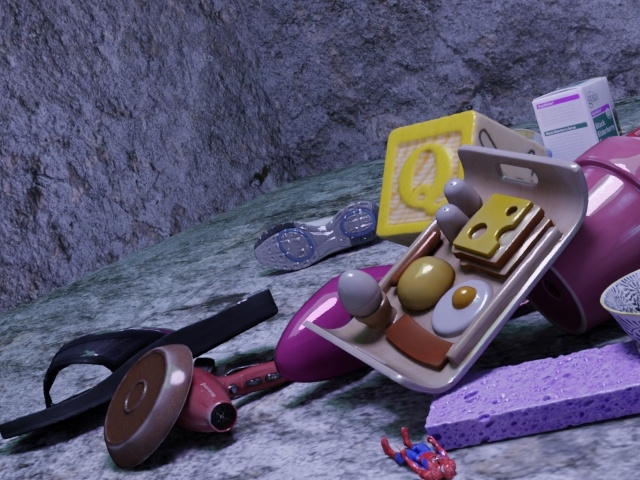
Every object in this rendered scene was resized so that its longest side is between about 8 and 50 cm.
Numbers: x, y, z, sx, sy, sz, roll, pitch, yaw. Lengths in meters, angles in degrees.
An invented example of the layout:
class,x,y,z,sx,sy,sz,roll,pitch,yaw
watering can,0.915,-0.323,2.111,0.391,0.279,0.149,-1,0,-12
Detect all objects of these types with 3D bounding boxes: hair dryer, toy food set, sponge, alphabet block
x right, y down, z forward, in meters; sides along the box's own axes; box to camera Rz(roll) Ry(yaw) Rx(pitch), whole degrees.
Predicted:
class,x,y,z,sx,sy,sz,roll,pitch,yaw
hair dryer,-0.114,0.178,1.178,0.224,0.080,0.293,-17,10,13
toy food set,0.133,0.017,1.012,0.306,0.092,0.220,-49,28,-11
sponge,0.212,0.150,0.877,0.210,0.031,0.117,-16,10,18
alphabet block,0.231,-0.077,1.437,0.197,0.192,0.193,19,-18,-37

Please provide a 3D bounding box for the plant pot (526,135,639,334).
class,x,y,z,sx,sy,sz,roll,pitch,yaw
plant pot,0.328,0.007,1.049,0.180,0.201,0.201,-36,13,-11

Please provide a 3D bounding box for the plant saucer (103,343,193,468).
class,x,y,z,sx,sy,sz,roll,pitch,yaw
plant saucer,-0.221,0.199,1.117,0.168,0.029,0.168,-38,32,28

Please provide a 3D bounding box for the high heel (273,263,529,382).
class,x,y,z,sx,sy,sz,roll,pitch,yaw
high heel,0.125,0.088,1.146,0.377,0.127,0.181,-29,21,-30

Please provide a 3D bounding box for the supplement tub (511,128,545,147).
class,x,y,z,sx,sy,sz,roll,pitch,yaw
supplement tub,0.419,-0.157,1.889,0.144,0.144,0.200,-15,10,18

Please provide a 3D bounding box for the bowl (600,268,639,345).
class,x,y,z,sx,sy,sz,roll,pitch,yaw
bowl,0.367,0.073,0.870,0.170,0.080,0.170,-18,8,3

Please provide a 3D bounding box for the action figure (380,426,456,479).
class,x,y,z,sx,sy,sz,roll,pitch,yaw
action figure,0.093,0.200,0.833,0.038,0.030,0.115,-17,11,-20

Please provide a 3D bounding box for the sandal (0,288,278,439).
class,x,y,z,sx,sy,sz,roll,pitch,yaw
sandal,-0.280,0.165,1.350,0.446,0.107,0.167,-27,-5,-2

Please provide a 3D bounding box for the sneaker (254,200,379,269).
class,x,y,z,sx,sy,sz,roll,pitch,yaw
sneaker,0.000,0.000,1.991,0.297,0.111,0.129,-14,-6,2

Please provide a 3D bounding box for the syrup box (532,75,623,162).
class,x,y,z,sx,sy,sz,roll,pitch,yaw
syrup box,0.440,-0.141,1.476,0.096,0.236,0.093,-9,12,44

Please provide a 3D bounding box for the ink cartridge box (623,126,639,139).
class,x,y,z,sx,sy,sz,roll,pitch,yaw
ink cartridge box,0.536,-0.103,1.364,0.175,0.072,0.127,25,37,36
